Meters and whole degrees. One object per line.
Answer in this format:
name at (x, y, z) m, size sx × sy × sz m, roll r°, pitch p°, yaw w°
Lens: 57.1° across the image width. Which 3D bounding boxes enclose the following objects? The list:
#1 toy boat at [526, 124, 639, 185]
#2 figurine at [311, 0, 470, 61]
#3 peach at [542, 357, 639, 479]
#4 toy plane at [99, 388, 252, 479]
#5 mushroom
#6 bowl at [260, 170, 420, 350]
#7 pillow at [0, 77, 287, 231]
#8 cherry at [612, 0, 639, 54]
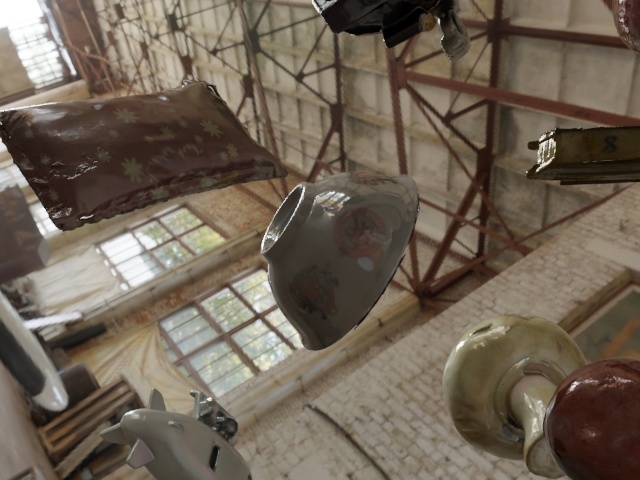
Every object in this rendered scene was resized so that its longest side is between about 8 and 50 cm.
toy boat at (0.380, -0.107, 0.746) m, size 0.226 × 0.068 × 0.088 m, roll 1°, pitch -17°, yaw 29°
figurine at (0.066, -0.323, 0.630) m, size 0.308 × 0.308 × 0.143 m, roll 54°, pitch -47°, yaw 18°
peach at (0.316, 0.203, 0.638) m, size 0.152 × 0.152 × 0.152 m, roll 45°, pitch -28°, yaw 33°
toy plane at (-0.208, 0.347, 0.919) m, size 0.122 × 0.267 × 0.267 m, roll -29°, pitch -91°, yaw 25°
mushroom at (0.422, 0.341, 1.244) m, size 0.315 × 0.315 × 0.356 m, roll 98°, pitch -8°, yaw -54°
bowl at (0.000, 0.000, 1.000) m, size 0.157 × 0.345 × 0.345 m, roll 31°, pitch -18°, yaw -15°
pillow at (-0.122, -0.071, 0.420) m, size 0.118 × 0.185 × 0.043 m, roll 51°, pitch -44°, yaw 19°
cherry at (0.603, -0.400, 0.912) m, size 0.221 × 0.261 × 0.307 m, roll 58°, pitch 4°, yaw -19°
